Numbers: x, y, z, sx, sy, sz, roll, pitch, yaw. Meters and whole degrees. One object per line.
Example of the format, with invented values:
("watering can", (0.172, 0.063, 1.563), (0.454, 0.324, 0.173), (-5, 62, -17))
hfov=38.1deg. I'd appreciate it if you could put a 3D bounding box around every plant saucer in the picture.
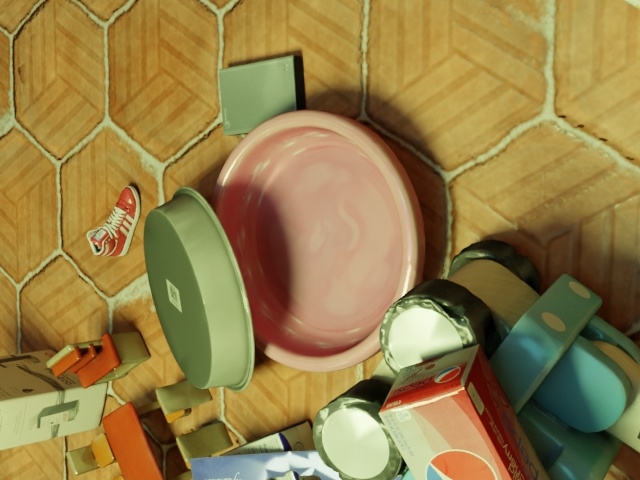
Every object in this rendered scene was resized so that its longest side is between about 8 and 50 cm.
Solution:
("plant saucer", (0.000, 0.000, 1.190), (0.332, 0.084, 0.331), (3, 96, 37))

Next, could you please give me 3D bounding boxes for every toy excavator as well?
("toy excavator", (0.284, 0.171, 0.940), (0.445, 0.222, 0.432), (38, 118, 14))

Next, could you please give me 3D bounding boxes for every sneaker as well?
("sneaker", (-0.323, -0.028, 1.442), (0.042, 0.067, 0.118), (26, 109, 32))

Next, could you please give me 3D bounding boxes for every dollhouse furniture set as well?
("dollhouse furniture set", (-0.303, 0.278, 1.415), (0.262, 0.135, 0.259), (-36, 73, 34))

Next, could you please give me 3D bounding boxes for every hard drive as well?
("hard drive", (-0.081, -0.197, 1.270), (0.135, 0.022, 0.094), (-2, 93, 38))

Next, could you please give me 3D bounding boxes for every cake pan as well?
("cake pan", (-0.174, 0.073, 1.265), (0.293, 0.054, 0.293), (43, 141, 50))

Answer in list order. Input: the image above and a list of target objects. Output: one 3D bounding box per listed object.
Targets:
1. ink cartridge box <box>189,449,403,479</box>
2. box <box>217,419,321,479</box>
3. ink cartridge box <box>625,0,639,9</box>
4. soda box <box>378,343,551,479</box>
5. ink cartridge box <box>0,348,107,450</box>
("ink cartridge box", (-0.025, 0.426, 1.174), (0.304, 0.072, 0.307), (-9, 93, 21))
("box", (-0.061, 0.331, 1.275), (0.137, 0.072, 0.126), (-28, 79, 36))
("ink cartridge box", (0.359, -0.273, 0.835), (0.233, 0.168, 0.171), (42, 117, 26))
("soda box", (0.158, 0.234, 0.861), (0.092, 0.083, 0.263), (-23, 102, 27))
("ink cartridge box", (-0.482, 0.254, 1.497), (0.159, 0.218, 0.092), (22, 102, 34))
